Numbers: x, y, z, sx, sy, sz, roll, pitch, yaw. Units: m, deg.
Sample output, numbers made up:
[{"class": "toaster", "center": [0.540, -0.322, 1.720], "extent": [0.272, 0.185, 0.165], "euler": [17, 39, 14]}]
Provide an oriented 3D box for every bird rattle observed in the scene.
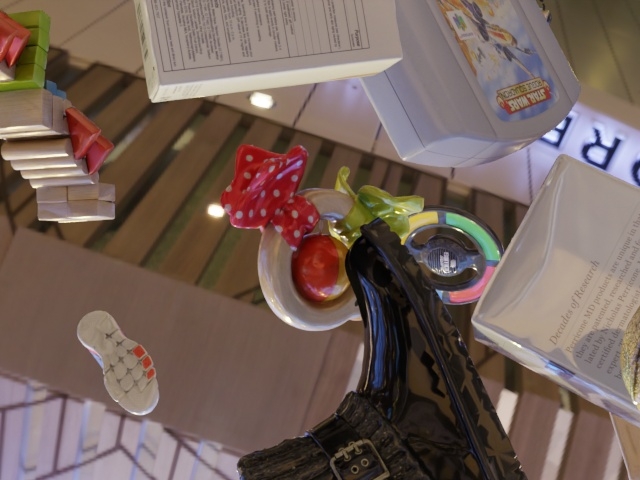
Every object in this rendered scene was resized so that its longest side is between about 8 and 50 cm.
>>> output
[{"class": "bird rattle", "center": [0.000, 0.000, 0.948], "extent": [0.143, 0.206, 0.254], "euler": [3, 180, 40]}]

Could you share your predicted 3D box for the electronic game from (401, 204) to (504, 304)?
[{"class": "electronic game", "center": [0.239, 0.030, 1.607], "extent": [0.229, 0.229, 0.048], "euler": [23, -140, 7]}]

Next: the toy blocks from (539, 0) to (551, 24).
[{"class": "toy blocks", "center": [0.150, -0.352, 0.971], "extent": [0.260, 0.288, 0.309], "euler": [17, -153, 14]}]

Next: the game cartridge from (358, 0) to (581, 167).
[{"class": "game cartridge", "center": [0.124, -0.165, 0.703], "extent": [0.297, 0.062, 0.198], "euler": [-26, -96, -52]}]

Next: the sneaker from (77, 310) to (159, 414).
[{"class": "sneaker", "center": [-0.234, 0.150, 1.007], "extent": [0.061, 0.065, 0.158], "euler": [-33, -124, -12]}]

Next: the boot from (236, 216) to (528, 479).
[{"class": "boot", "center": [0.030, 0.168, 0.841], "extent": [0.260, 0.131, 0.347], "euler": [-24, -113, 3]}]

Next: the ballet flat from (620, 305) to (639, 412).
[{"class": "ballet flat", "center": [0.293, 0.152, 0.400], "extent": [0.348, 0.123, 0.123], "euler": [44, -145, -1]}]

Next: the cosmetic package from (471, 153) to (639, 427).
[{"class": "cosmetic package", "center": [0.236, 0.050, 0.672], "extent": [0.184, 0.151, 0.151], "euler": [27, 174, 16]}]

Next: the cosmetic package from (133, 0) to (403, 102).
[{"class": "cosmetic package", "center": [-0.025, -0.102, 0.387], "extent": [0.115, 0.060, 0.041], "euler": [-9, -179, -17]}]

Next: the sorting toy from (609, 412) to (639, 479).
[{"class": "sorting toy", "center": [0.619, 0.328, 1.515], "extent": [0.193, 0.038, 0.208], "euler": [-5, -114, -8]}]

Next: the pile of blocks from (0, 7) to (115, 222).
[{"class": "pile of blocks", "center": [-0.305, -0.154, 0.948], "extent": [0.113, 0.362, 0.148], "euler": [-2, -127, 15]}]
